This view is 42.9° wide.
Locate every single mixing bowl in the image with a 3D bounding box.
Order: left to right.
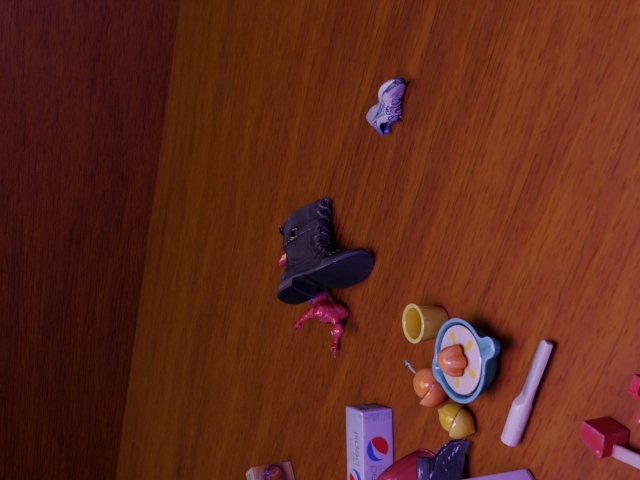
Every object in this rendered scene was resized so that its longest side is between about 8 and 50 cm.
[{"bbox_3d":[0.153,0.470,1.448,0.181,0.098,0.181,178,90,-65],"label":"mixing bowl"}]

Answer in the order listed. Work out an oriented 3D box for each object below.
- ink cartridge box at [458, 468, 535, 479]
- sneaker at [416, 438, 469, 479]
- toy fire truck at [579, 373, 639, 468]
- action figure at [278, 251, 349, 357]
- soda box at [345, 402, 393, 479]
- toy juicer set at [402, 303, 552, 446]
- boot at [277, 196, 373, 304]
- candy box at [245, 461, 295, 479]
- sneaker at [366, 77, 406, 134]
[{"bbox_3d":[0.202,0.475,1.226,0.117,0.202,0.278,65,145,39],"label":"ink cartridge box"},{"bbox_3d":[0.205,0.416,1.352,0.051,0.089,0.170,40,-132,-85],"label":"sneaker"},{"bbox_3d":[0.406,0.234,0.976,0.192,0.047,0.135,40,127,56],"label":"toy fire truck"},{"bbox_3d":[-0.019,0.150,1.801,0.280,0.092,0.139,53,130,52],"label":"action figure"},{"bbox_3d":[0.097,0.434,1.596,0.074,0.069,0.216,177,92,-65],"label":"soda box"},{"bbox_3d":[0.227,0.227,1.297,0.329,0.090,0.209,15,104,63],"label":"toy juicer set"},{"bbox_3d":[0.000,0.000,1.735,0.263,0.091,0.228,-23,46,32],"label":"boot"},{"bbox_3d":[-0.108,0.641,1.978,0.053,0.109,0.186,-56,42,49],"label":"candy box"},{"bbox_3d":[0.134,-0.249,1.526,0.058,0.052,0.135,64,154,23],"label":"sneaker"}]
